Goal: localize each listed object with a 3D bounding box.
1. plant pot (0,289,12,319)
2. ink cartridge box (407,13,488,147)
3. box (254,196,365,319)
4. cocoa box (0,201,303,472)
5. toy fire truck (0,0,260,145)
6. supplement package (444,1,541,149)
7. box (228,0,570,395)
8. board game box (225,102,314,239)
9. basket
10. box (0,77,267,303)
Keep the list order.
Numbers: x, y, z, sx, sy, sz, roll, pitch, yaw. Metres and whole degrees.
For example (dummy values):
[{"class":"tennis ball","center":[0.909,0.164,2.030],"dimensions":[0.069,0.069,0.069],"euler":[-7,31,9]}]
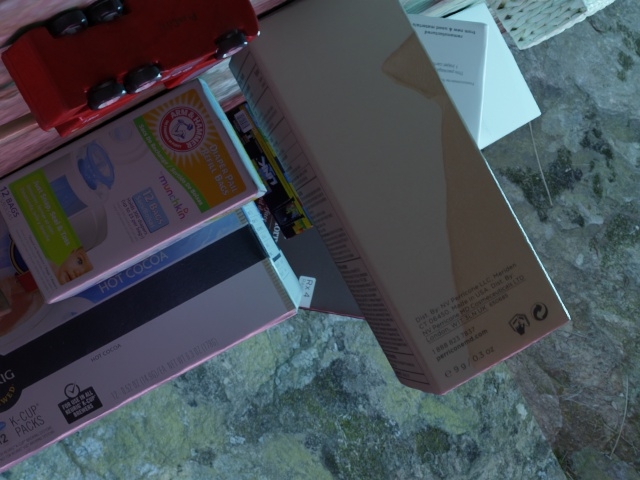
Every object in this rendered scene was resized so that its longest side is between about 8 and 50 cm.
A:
[{"class":"plant pot","center":[-0.342,0.060,0.804],"dimensions":[0.237,0.109,0.237],"euler":[-29,-177,2]},{"class":"ink cartridge box","center":[0.109,-0.111,1.406],"dimensions":[0.115,0.272,0.198],"euler":[5,178,-8]},{"class":"box","center":[0.000,0.000,1.634],"dimensions":[0.382,0.191,0.143],"euler":[10,-176,-19]},{"class":"cocoa box","center":[-0.221,0.044,1.214],"dimensions":[0.347,0.227,0.231],"euler":[-28,-178,0]},{"class":"toy fire truck","center":[-0.136,-0.077,0.626],"dimensions":[0.192,0.047,0.135],"euler":[-31,-176,-42]},{"class":"supplement package","center":[0.178,-0.214,1.750],"dimensions":[0.203,0.194,0.149],"euler":[-30,-177,-43]},{"class":"box","center":[0.055,-0.044,0.942],"dimensions":[0.121,0.311,0.148],"euler":[-28,-177,-9]},{"class":"board game box","center":[-0.034,-0.102,1.482],"dimensions":[0.048,0.170,0.141],"euler":[-28,-179,33]},{"class":"basket","center":[0.284,-0.310,1.467],"dimensions":[0.113,0.103,0.167],"euler":[-28,-179,32]},{"class":"box","center":[-0.162,-0.043,1.029],"dimensions":[0.203,0.114,0.103],"euler":[-27,-179,1]}]
